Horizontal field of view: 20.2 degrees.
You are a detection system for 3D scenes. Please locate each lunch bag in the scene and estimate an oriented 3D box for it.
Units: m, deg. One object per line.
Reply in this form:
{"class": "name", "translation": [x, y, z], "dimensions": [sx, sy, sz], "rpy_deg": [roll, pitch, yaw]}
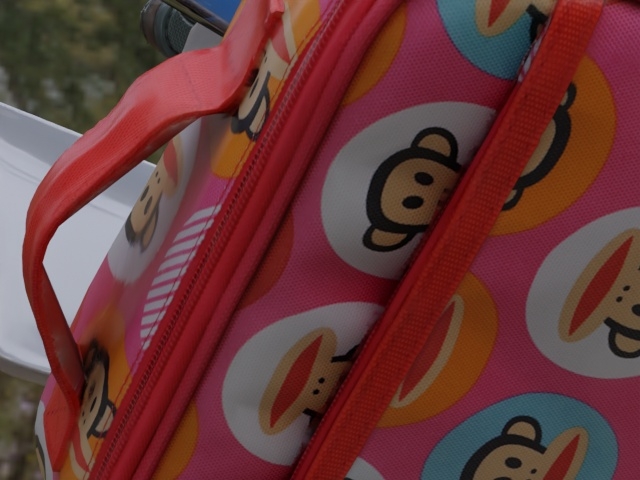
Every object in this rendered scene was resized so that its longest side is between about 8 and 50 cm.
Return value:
{"class": "lunch bag", "translation": [0.034, 0.017, 0.576], "dimensions": [0.258, 0.293, 0.120], "rpy_deg": [14, 29, -24]}

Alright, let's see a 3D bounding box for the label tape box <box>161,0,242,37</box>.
{"class": "label tape box", "translation": [-0.106, -0.194, 0.849], "dimensions": [0.334, 0.106, 0.240], "rpy_deg": [34, 4, 36]}

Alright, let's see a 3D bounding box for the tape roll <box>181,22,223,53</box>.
{"class": "tape roll", "translation": [0.030, -0.045, 1.165], "dimensions": [0.100, 0.286, 0.286], "rpy_deg": [-31, 16, -26]}

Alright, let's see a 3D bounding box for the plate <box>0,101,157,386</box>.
{"class": "plate", "translation": [-0.122, 0.036, 1.216], "dimensions": [0.278, 0.045, 0.277], "rpy_deg": [22, 30, -30]}

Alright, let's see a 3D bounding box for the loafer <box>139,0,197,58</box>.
{"class": "loafer", "translation": [-0.067, -0.235, 1.621], "dimensions": [0.084, 0.096, 0.267], "rpy_deg": [25, 43, 38]}
